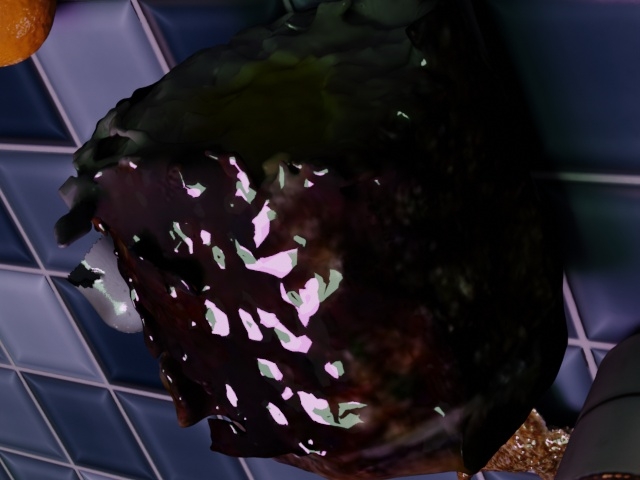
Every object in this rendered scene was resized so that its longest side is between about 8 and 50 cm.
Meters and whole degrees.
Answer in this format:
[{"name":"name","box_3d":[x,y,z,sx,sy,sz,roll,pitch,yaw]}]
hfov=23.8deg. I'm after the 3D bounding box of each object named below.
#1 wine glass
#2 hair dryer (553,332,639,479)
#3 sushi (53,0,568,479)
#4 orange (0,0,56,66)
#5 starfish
[{"name":"wine glass","box_3d":[-0.158,0.076,1.494,0.195,0.079,0.079,42,144,-2]},{"name":"hair dryer","box_3d":[0.291,0.082,1.023,0.128,0.203,0.362,35,125,3]},{"name":"sushi","box_3d":[0.000,-0.003,1.098,0.299,0.281,0.294,-7,124,29]},{"name":"orange","box_3d":[-0.286,-0.209,1.284,0.135,0.117,0.135,21,144,17]},{"name":"starfish","box_3d":[0.182,0.169,1.295,0.238,0.057,0.213,7,139,40]}]
